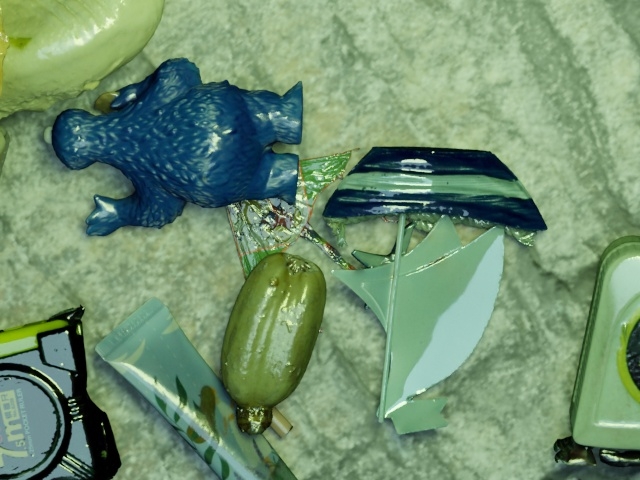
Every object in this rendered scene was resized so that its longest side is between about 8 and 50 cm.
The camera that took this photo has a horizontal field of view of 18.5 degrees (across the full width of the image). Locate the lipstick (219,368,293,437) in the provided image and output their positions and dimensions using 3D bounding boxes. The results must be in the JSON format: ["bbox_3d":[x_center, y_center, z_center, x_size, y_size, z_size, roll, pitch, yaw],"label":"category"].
[{"bbox_3d":[-0.065,0.160,1.983,0.019,0.019,0.094,-43,93,4],"label":"lipstick"}]

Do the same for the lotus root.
[{"bbox_3d":[-0.051,0.102,1.942,0.090,0.077,0.183,14,95,-6],"label":"lotus root"}]

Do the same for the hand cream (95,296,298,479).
[{"bbox_3d":[-0.110,0.184,1.965,0.091,0.058,0.271,-42,95,-30],"label":"hand cream"}]

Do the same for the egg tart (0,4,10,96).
[{"bbox_3d":[-0.408,-0.149,1.738,0.318,0.128,0.319,-1,86,11],"label":"egg tart"}]

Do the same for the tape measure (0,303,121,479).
[{"bbox_3d":[-0.305,0.169,1.941,0.186,0.112,0.199,-12,91,-6],"label":"tape measure"}]

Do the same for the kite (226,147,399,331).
[{"bbox_3d":[0.000,0.000,1.972,0.244,0.006,0.198,36,96,-3],"label":"kite"}]

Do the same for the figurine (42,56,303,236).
[{"bbox_3d":[-0.140,-0.094,1.902,0.262,0.121,0.164,-10,97,5],"label":"figurine"}]

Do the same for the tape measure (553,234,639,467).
[{"bbox_3d":[0.353,0.122,1.937,0.207,0.115,0.235,9,104,0],"label":"tape measure"}]

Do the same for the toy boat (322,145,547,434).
[{"bbox_3d":[0.086,0.034,1.937,0.210,0.070,0.292,27,94,-8],"label":"toy boat"}]

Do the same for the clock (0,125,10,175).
[{"bbox_3d":[-0.394,-0.045,1.891,0.147,0.071,0.192,21,129,-2],"label":"clock"}]

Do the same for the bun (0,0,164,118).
[{"bbox_3d":[-0.275,-0.230,1.870,0.259,0.160,0.259,-2,72,7],"label":"bun"}]
